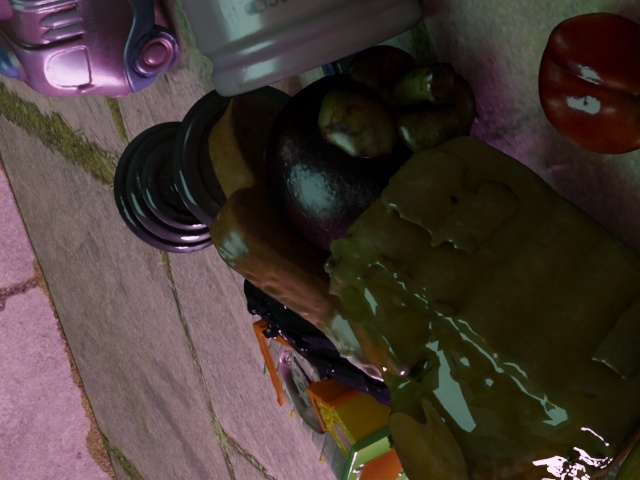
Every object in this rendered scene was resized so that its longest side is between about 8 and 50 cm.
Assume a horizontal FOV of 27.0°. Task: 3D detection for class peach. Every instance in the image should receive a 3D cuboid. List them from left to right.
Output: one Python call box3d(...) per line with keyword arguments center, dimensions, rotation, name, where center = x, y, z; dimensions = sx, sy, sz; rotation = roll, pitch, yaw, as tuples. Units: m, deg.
box3d(center=(0.199, -0.112, 0.947), dimensions=(0.101, 0.101, 0.101), rotation=(48, 153, 35), name="peach")

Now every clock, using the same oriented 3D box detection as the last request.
box3d(center=(0.008, 0.190, 1.675), dimensions=(0.255, 0.106, 0.220), rotation=(54, 156, 26), name="clock")

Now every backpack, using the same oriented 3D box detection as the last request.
box3d(center=(0.026, 0.093, 1.469), dimensions=(0.258, 0.133, 0.206), rotation=(27, 160, 53), name="backpack")

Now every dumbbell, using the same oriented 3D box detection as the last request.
box3d(center=(-0.131, -0.079, 1.610), dimensions=(0.406, 0.179, 0.179), rotation=(-9, 105, 67), name="dumbbell")

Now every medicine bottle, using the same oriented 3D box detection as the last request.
box3d(center=(-0.053, -0.304, 1.165), dimensions=(0.202, 0.202, 0.316), rotation=(2, 116, 66), name="medicine bottle")

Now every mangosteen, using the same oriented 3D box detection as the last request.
box3d(center=(0.051, -0.086, 1.185), dimensions=(0.194, 0.194, 0.230), rotation=(53, 146, 27), name="mangosteen")

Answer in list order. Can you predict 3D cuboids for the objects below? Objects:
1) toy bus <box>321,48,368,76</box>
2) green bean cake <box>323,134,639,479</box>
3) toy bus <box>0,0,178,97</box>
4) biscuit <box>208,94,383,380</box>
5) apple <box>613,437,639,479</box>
box3d(center=(0.007, -0.229, 1.316), dimensions=(0.061, 0.051, 0.153), rotation=(-152, 40, -75), name="toy bus")
box3d(center=(0.128, 0.100, 1.103), dimensions=(0.285, 0.202, 0.310), rotation=(38, 154, 17), name="green bean cake")
box3d(center=(-0.337, -0.316, 1.752), dimensions=(0.197, 0.232, 0.294), rotation=(47, 151, 37), name="toy bus")
box3d(center=(-0.001, 0.001, 1.304), dimensions=(0.057, 0.287, 0.344), rotation=(-46, 72, 28), name="biscuit")
box3d(center=(0.297, 0.205, 0.950), dimensions=(0.196, 0.196, 0.196), rotation=(48, 153, 35), name="apple")
